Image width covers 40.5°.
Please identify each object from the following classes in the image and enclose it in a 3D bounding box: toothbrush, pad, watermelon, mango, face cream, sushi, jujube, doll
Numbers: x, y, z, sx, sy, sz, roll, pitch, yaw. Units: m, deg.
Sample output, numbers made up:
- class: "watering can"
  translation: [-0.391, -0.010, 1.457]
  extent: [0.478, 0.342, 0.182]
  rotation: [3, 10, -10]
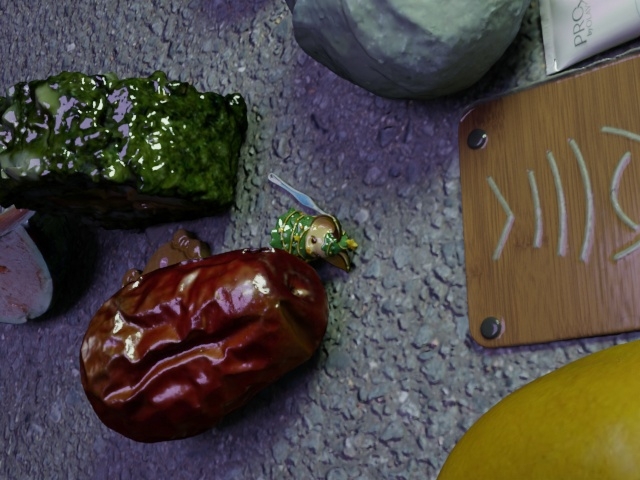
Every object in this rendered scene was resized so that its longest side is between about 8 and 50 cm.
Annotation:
- class: "toothbrush"
  translation: [-0.025, -0.057, 1.153]
  extent: [0.162, 0.017, 0.014]
  rotation: [37, 96, 41]
- class: "pad"
  translation: [0.269, -0.043, 0.890]
  extent: [0.284, 0.018, 0.286]
  rotation: [-14, 71, 38]
- class: "watermelon"
  translation: [-0.505, 0.018, 1.447]
  extent: [0.305, 0.180, 0.224]
  rotation: [-21, 75, 40]
- class: "mango"
  translation: [0.253, 0.237, 0.684]
  extent: [0.446, 0.232, 0.300]
  rotation: [-34, 61, 40]
- class: "face cream"
  translation: [0.329, -0.244, 0.870]
  extent: [0.244, 0.058, 0.092]
  rotation: [-13, 74, 45]
- class: "sushi"
  translation: [-0.301, -0.125, 1.234]
  extent: [0.352, 0.294, 0.178]
  rotation: [-6, 78, 38]
- class: "jujube"
  translation: [-0.147, 0.130, 1.094]
  extent: [0.342, 0.216, 0.216]
  rotation: [-29, 60, 23]
- class: "doll"
  translation: [0.001, -0.005, 1.093]
  extent: [0.113, 0.076, 0.078]
  rotation: [-3, 119, 21]

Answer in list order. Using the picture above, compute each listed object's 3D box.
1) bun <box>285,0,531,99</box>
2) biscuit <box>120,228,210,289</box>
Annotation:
- class: "bun"
  translation: [0.077, -0.334, 0.976]
  extent: [0.362, 0.211, 0.362]
  rotation: [13, 105, 56]
- class: "biscuit"
  translation: [-0.243, 0.098, 1.291]
  extent: [0.249, 0.035, 0.184]
  rotation: [-45, 53, 22]
